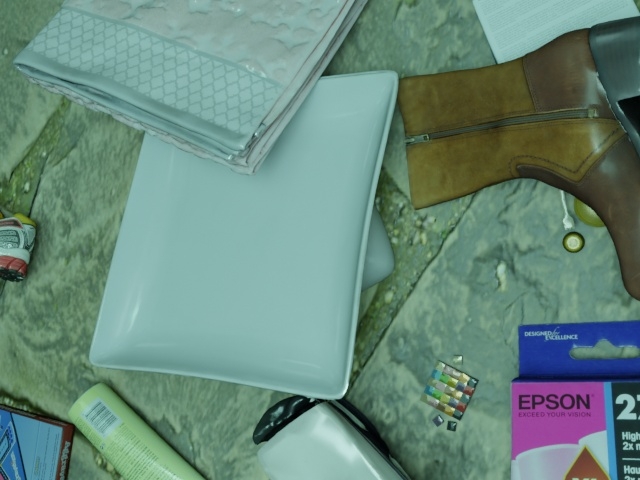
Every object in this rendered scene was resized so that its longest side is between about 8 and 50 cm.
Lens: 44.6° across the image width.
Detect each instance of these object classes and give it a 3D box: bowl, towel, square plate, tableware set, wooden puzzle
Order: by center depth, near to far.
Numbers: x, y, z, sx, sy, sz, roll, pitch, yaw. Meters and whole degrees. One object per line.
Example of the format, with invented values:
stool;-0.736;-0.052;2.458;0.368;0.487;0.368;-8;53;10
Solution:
tableware set;0.323;-0.017;0.791;0.154;0.024;0.103;-10;88;18
wooden puzzle;0.141;0.165;0.857;0.049;0.006;0.083;26;97;19
square plate;-0.085;-0.012;0.868;0.344;0.049;0.347;1;73;31
towel;-0.139;-0.260;0.891;0.332;0.053;0.316;23;70;18
bowl;0.000;0.000;0.892;0.142;0.053;0.142;-27;78;17

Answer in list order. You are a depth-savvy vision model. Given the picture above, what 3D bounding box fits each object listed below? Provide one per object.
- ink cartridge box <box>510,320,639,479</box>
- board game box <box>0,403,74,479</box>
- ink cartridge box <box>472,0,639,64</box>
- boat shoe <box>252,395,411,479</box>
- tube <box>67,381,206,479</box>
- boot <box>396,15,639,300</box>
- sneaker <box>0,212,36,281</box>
ink cartridge box;0.261;0.229;0.694;0.176;0.069;0.370;-5;55;21
board game box;-0.414;0.369;1.043;0.145;0.027;0.281;10;91;19
ink cartridge box;0.239;-0.255;0.827;0.146;0.045;0.179;-24;69;18
boat shoe;0.079;0.295;0.796;0.127;0.158;0.340;-39;76;8
tube;-0.209;0.278;0.959;0.240;0.062;0.070;41;145;12
boot;0.199;-0.060;0.767;0.281;0.096;0.264;-9;96;41
sneaker;-0.476;-0.010;1.062;0.225;0.088;0.092;12;72;20
